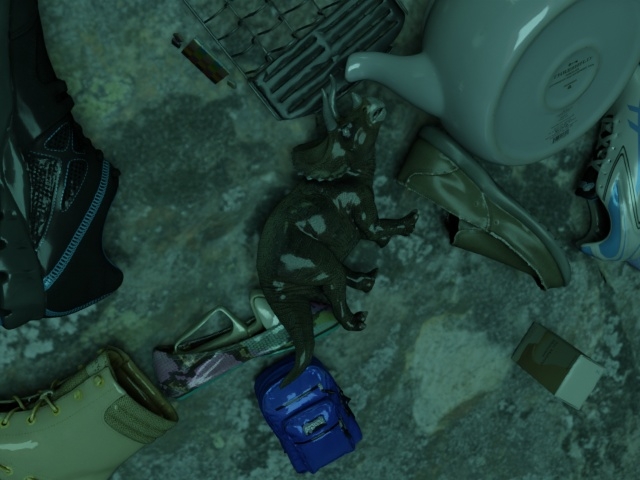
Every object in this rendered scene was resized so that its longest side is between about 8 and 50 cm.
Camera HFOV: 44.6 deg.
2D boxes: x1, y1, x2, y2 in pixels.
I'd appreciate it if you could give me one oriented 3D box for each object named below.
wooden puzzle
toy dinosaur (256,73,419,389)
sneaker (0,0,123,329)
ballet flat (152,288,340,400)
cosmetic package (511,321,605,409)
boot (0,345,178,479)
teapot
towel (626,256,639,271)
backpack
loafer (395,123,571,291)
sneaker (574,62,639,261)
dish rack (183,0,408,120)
[{"bbox_3d":[-0.119,-0.187,0.811,0.083,0.049,0.006,42,71,-17],"label":"wooden puzzle"},{"bbox_3d":[0.000,0.000,0.845,0.160,0.121,0.313,28,89,-10],"label":"toy dinosaur"},{"bbox_3d":[-0.282,-0.089,0.780,0.140,0.125,0.340,-10,103,-38],"label":"sneaker"},{"bbox_3d":[-0.086,0.103,0.873,0.221,0.077,0.079,-24,103,-2],"label":"ballet flat"},{"bbox_3d":[0.284,0.148,0.940,0.041,0.115,0.060,30,94,-17],"label":"cosmetic package"},{"bbox_3d":[-0.302,0.173,0.813,0.203,0.095,0.262,-42,112,9],"label":"boot"},{"bbox_3d":[0.200,-0.217,0.810,0.256,0.187,0.252,6,125,-45],"label":"teapot"},{"bbox_3d":[0.536,0.000,1.007,0.285,0.034,0.209,31,97,-15],"label":"towel"},{"bbox_3d":[-0.013,0.194,0.895,0.098,0.101,0.120,-29,103,-12],"label":"backpack"},{"bbox_3d":[0.184,-0.023,0.901,0.251,0.094,0.087,43,96,-8],"label":"loafer"},{"bbox_3d":[0.349,-0.091,0.921,0.086,0.085,0.237,1,99,-5],"label":"sneaker"},{"bbox_3d":[-0.040,-0.267,0.798,0.208,0.074,0.271,-40,108,-1],"label":"dish rack"}]
